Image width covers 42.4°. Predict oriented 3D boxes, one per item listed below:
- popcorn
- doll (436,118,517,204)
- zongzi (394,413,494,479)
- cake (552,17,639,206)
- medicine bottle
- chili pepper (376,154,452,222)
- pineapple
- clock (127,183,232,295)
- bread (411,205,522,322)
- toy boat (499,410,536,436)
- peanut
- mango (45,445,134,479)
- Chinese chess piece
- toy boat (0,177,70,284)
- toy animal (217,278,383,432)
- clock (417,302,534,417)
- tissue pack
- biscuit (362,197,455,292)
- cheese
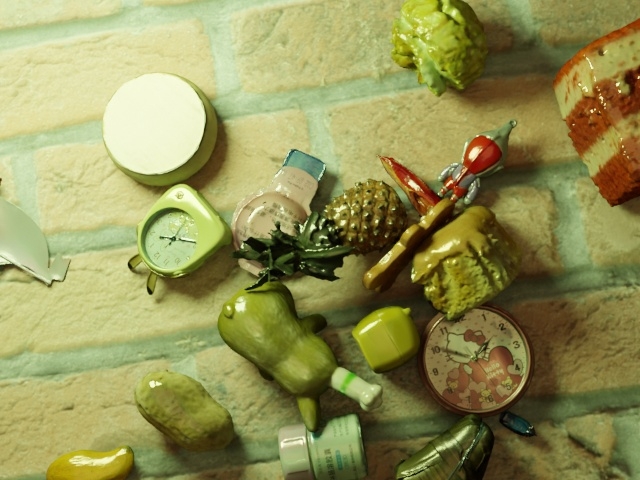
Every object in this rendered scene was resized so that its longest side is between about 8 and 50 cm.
[{"bbox_3d":[0.253,-0.422,1.743,0.184,0.204,0.221,-35,68,-2],"label":"popcorn"},{"bbox_3d":[0.340,-0.170,1.762,0.102,0.075,0.227,40,96,17],"label":"doll"},{"bbox_3d":[0.298,0.498,1.657,0.221,0.112,0.242,-39,86,7],"label":"zongzi"},{"bbox_3d":[0.655,-0.272,1.664,0.270,0.270,0.319,-25,80,0],"label":"cake"},{"bbox_3d":[0.006,0.428,1.675,0.169,0.135,0.135,-9,82,2],"label":"medicine bottle"},{"bbox_3d":[0.220,-0.092,1.776,0.268,0.059,0.050,48,49,10],"label":"chili pepper"},{"bbox_3d":[0.002,0.003,1.672,0.365,0.165,0.165,-26,81,-22],"label":"pineapple"},{"bbox_3d":[-0.318,0.005,1.770,0.232,0.069,0.170,-43,75,5],"label":"clock"},{"bbox_3d":[0.315,0.036,1.668,0.252,0.133,0.174,-39,98,-21],"label":"bread"},{"bbox_3d":[0.410,0.383,1.708,0.083,0.038,0.038,29,85,24],"label":"toy boat"},{"bbox_3d":[-0.280,0.354,1.706,0.224,0.129,0.129,41,86,-2],"label":"peanut"},{"bbox_3d":[-0.482,0.485,1.725,0.190,0.075,0.098,-10,88,-5],"label":"mango"},{"bbox_3d":[-0.350,-0.244,1.797,0.250,0.103,0.249,-1,82,4],"label":"Chinese chess piece"},{"bbox_3d":[-0.702,-0.028,1.808,0.319,0.072,0.219,8,86,1],"label":"toy boat"},{"bbox_3d":[-0.050,0.240,1.689,0.363,0.180,0.181,44,94,1],"label":"toy animal"},{"bbox_3d":[0.323,0.247,1.719,0.245,0.056,0.244,0,83,4],"label":"clock"},{"bbox_3d":[0.140,0.197,1.673,0.127,0.178,0.123,-28,84,1],"label":"tissue pack"},{"bbox_3d":[0.184,0.006,1.706,0.036,0.165,0.250,43,95,18],"label":"biscuit"},{"bbox_3d":[-0.086,-0.058,1.771,0.189,0.074,0.285,24,85,5],"label":"cheese"}]
